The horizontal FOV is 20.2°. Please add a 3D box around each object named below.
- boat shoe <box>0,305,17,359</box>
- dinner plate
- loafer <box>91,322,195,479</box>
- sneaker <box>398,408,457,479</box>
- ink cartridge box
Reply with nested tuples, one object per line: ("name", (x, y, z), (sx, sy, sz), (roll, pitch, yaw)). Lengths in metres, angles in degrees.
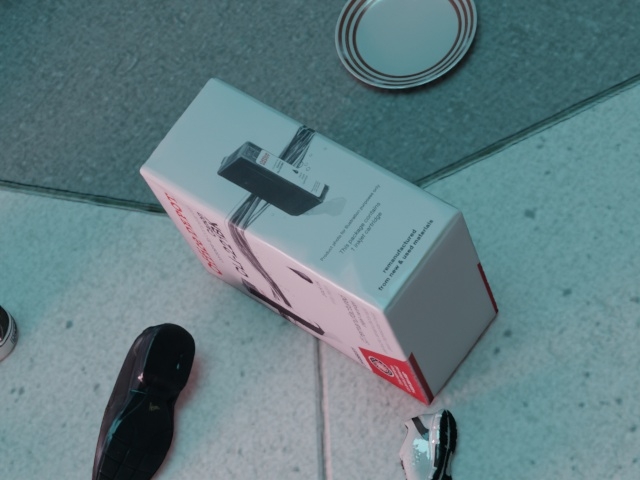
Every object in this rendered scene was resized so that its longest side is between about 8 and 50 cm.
("boat shoe", (-0.396, 0.107, 1.686), (0.219, 0.070, 0.078), (-26, 59, 1))
("dinner plate", (0.084, -0.205, 1.751), (0.141, 0.017, 0.141), (-7, 60, 12))
("loafer", (-0.164, 0.156, 1.612), (0.061, 0.062, 0.170), (-2, 61, 60))
("sneaker", (0.088, 0.197, 1.526), (0.043, 0.040, 0.109), (-8, 56, 30))
("ink cartridge box", (0.000, 0.000, 1.558), (0.273, 0.197, 0.114), (31, 74, 28))
